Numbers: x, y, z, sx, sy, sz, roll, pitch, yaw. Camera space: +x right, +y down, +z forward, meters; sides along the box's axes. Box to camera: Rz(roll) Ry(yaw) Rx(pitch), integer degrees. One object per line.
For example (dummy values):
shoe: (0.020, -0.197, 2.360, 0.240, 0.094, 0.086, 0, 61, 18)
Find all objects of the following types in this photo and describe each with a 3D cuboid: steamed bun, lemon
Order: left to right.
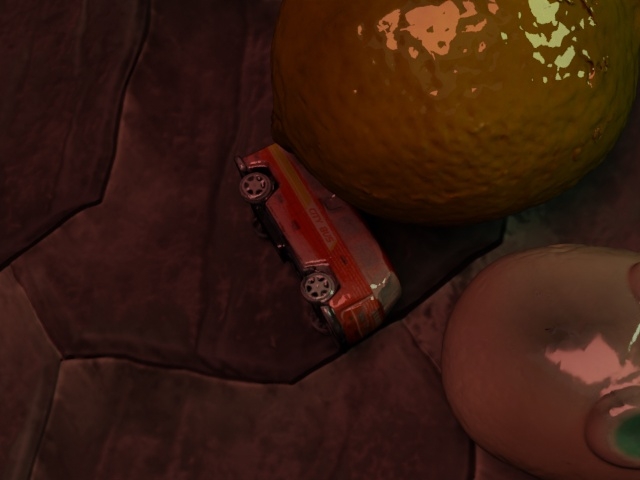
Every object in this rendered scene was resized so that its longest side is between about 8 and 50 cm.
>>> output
lemon: (0.097, -0.131, 0.948, 0.267, 0.267, 0.267, -6, 68, 14)
steamed bun: (0.192, 0.084, 0.899, 0.228, 0.131, 0.177, 17, 74, 24)

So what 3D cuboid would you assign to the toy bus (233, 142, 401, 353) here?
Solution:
toy bus: (0.000, 0.000, 1.020, 0.077, 0.079, 0.174, -29, 64, -7)
